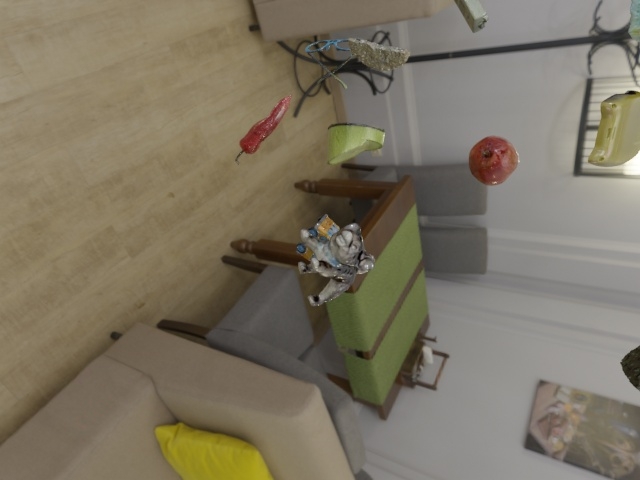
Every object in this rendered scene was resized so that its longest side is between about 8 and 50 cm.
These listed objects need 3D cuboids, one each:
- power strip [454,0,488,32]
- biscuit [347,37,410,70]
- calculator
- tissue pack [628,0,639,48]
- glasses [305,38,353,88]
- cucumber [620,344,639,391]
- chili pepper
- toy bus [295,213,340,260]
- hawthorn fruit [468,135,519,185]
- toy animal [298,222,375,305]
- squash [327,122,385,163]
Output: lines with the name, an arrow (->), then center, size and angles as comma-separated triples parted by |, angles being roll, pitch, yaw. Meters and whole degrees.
power strip -> 0.498, -0.853, 1.476 | 0.080, 0.048, 0.286 | 39, 29, -74
biscuit -> 0.227, -0.723, 1.667 | 0.133, 0.250, 0.032 | 73, 38, -68
calculator -> 0.646, -0.235, 0.893 | 0.236, 0.033, 0.157 | -16, 115, -34
tissue pack -> 1.055, -0.581, 1.071 | 0.287, 0.388, 0.162 | 17, 83, -38
glasses -> 0.052, -0.753, 1.796 | 0.102, 0.239, 0.207 | -33, 125, -64
cucumber -> 0.656, 0.149, 0.696 | 0.096, 0.096, 0.359 | -51, 162, -39
chili pepper -> -0.165, -0.305, 1.193 | 0.059, 0.268, 0.050 | 29, 36, -36
toy bus -> 0.000, 0.000, 1.795 | 0.209, 0.136, 0.126 | -52, 178, 39
hawthorn fruit -> 0.673, -0.324, 1.674 | 0.225, 0.196, 0.196 | 9, 90, -56
toy animal -> 0.081, 0.060, 1.536 | 0.303, 0.194, 0.344 | -16, 152, -15
squash -> 0.131, -0.350, 1.539 | 0.220, 0.220, 0.133 | 0, 89, -57
